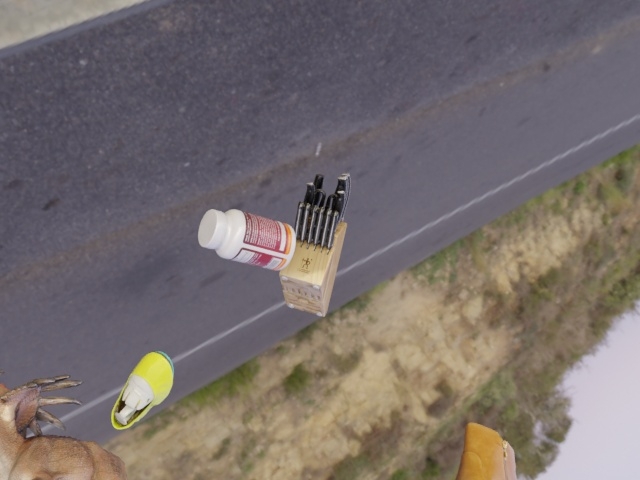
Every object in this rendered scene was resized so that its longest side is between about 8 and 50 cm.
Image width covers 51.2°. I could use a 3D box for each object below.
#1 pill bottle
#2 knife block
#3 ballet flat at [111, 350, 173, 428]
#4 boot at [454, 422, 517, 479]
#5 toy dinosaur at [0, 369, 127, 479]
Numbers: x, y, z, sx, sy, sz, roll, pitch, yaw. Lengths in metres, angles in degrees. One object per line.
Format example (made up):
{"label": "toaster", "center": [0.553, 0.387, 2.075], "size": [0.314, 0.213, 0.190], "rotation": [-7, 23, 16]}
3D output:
{"label": "pill bottle", "center": [-0.125, -0.004, 1.134], "size": [0.152, 0.086, 0.086], "rotation": [16, 136, -34]}
{"label": "knife block", "center": [0.000, 0.000, 1.360], "size": [0.275, 0.088, 0.242], "rotation": [84, 24, -65]}
{"label": "ballet flat", "center": [-0.333, 0.286, 1.224], "size": [0.077, 0.077, 0.231], "rotation": [-45, 176, -46]}
{"label": "boot", "center": [0.285, 0.447, 1.285], "size": [0.104, 0.211, 0.295], "rotation": [-30, 129, 34]}
{"label": "toy dinosaur", "center": [-0.291, 0.263, 0.763], "size": [0.127, 0.200, 0.295], "rotation": [-32, 123, 10]}
